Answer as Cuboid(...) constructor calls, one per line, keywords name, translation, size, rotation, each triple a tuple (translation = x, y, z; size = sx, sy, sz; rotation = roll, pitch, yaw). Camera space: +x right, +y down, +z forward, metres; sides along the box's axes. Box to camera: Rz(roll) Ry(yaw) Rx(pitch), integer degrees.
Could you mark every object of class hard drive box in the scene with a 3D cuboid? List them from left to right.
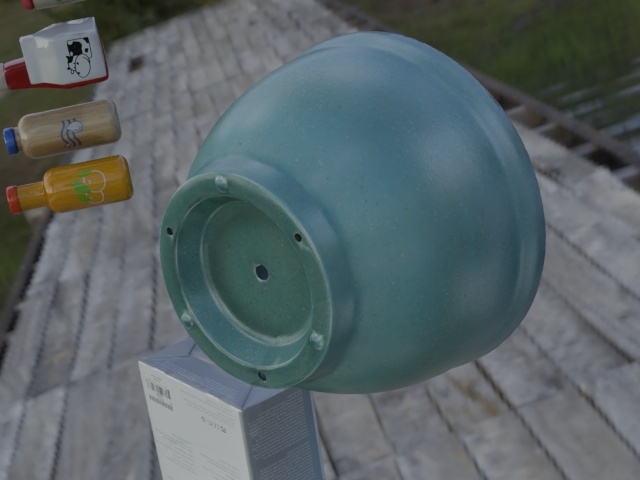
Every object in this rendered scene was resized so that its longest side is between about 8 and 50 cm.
Cuboid(name="hard drive box", translation=(-0.083, 0.230, 1.413), size=(0.089, 0.232, 0.181), rotation=(-23, 27, -34))

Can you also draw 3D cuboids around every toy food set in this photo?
Cuboid(name="toy food set", translation=(-0.232, -0.142, 1.163), size=(0.105, 0.232, 0.111), rotation=(-12, 29, -6))

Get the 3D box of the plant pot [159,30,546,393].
Cuboid(name="plant pot", translation=(0.000, 0.000, 1.089), size=(0.293, 0.293, 0.196), rotation=(-7, 14, 43))
